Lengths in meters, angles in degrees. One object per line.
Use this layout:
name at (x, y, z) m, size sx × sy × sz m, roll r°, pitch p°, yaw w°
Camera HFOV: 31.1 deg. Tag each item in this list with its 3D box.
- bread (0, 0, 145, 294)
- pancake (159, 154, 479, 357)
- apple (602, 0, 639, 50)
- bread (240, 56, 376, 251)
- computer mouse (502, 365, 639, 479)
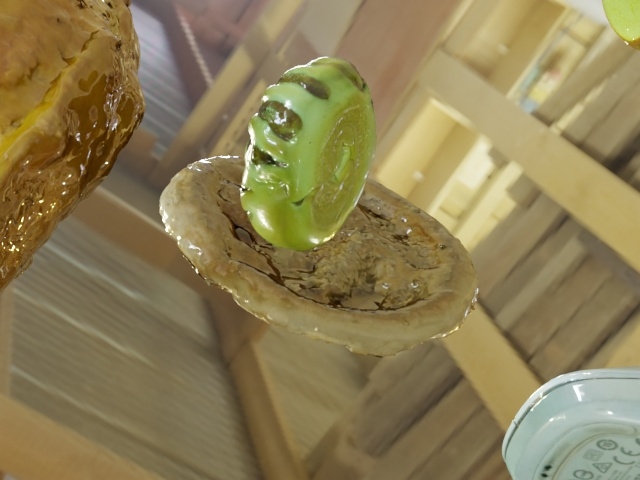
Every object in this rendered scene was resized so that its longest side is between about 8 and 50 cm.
bread at (-0.298, -0.047, 0.815) m, size 0.215 × 0.398 × 0.398 m, roll 43°, pitch -170°, yaw -20°
pancake at (0.000, 0.002, 1.200) m, size 0.356 × 0.065 × 0.356 m, roll 13°, pitch -149°, yaw -8°
apple at (0.262, -0.195, 0.848) m, size 0.114 × 0.099 × 0.102 m, roll 156°, pitch 93°, yaw -77°
bread at (-0.011, -0.064, 0.843) m, size 0.071 × 0.130 × 0.139 m, roll 24°, pitch 141°, yaw 29°
computer mouse at (0.265, 0.132, 0.732) m, size 0.288 × 0.159 × 0.097 m, roll 15°, pitch -126°, yaw 1°
